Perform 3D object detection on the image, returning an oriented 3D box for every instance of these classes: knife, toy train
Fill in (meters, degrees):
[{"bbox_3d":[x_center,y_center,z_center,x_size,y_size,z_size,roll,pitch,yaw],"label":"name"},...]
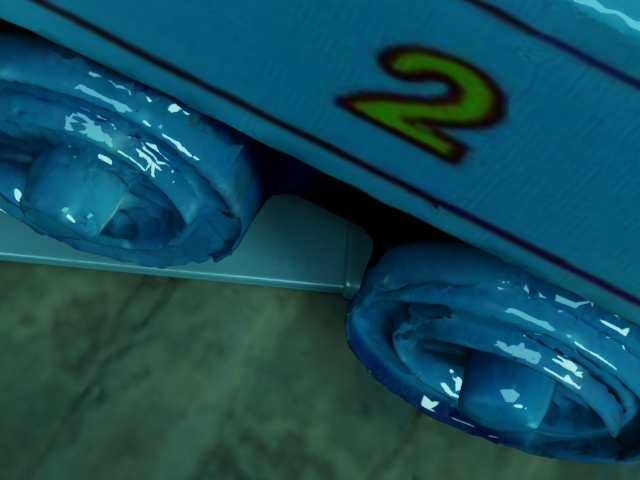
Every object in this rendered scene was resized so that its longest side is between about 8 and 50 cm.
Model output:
[{"bbox_3d":[0.000,0.000,0.642,0.313,0.019,0.044,6,70,-6],"label":"knife"},{"bbox_3d":[0.044,-0.073,0.521,0.300,0.265,0.188,25,65,-5],"label":"toy train"}]
